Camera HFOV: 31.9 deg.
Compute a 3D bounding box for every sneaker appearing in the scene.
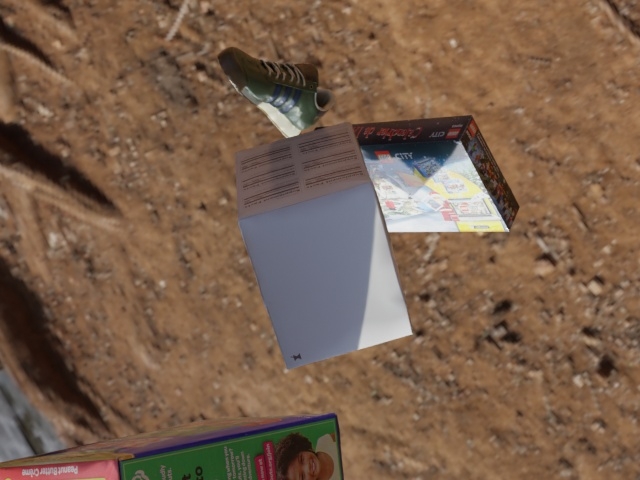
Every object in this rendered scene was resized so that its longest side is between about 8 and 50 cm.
[{"bbox_3d":[-0.046,-0.197,1.377,0.086,0.192,0.064,-31,58,13],"label":"sneaker"}]

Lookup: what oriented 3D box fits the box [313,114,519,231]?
[{"bbox_3d":[0.112,-0.078,1.402,0.233,0.044,0.159,0,138,38],"label":"box"}]

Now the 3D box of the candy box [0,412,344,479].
[{"bbox_3d":[-0.175,0.282,1.295,0.268,0.317,0.122,-12,85,44],"label":"candy box"}]

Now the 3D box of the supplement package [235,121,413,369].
[{"bbox_3d":[0.000,0.000,1.274,0.203,0.149,0.194,-102,-4,-65],"label":"supplement package"}]
